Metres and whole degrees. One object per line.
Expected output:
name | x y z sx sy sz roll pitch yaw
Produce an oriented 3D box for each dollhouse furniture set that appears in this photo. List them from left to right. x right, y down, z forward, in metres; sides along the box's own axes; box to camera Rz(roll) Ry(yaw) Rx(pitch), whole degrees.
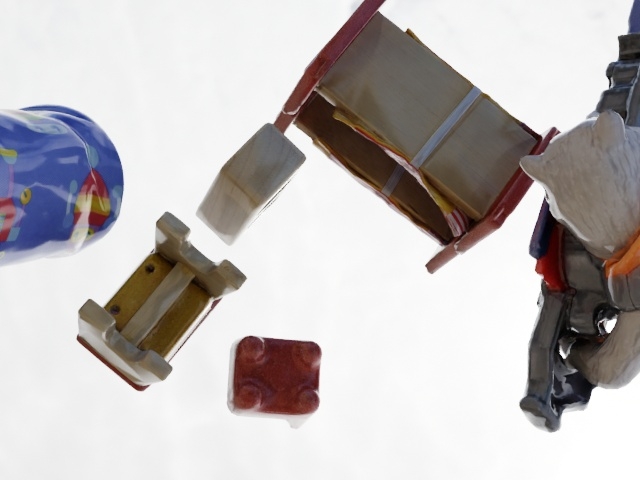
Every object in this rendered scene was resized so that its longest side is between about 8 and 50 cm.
dollhouse furniture set | 0.000 0.000 0.866 0.201 0.374 0.152 40 -22 -2

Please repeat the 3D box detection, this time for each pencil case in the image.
pencil case | -0.258 -0.042 0.701 0.133 0.306 0.119 38 -74 18

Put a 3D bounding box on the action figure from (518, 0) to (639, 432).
action figure | 0.276 -0.018 0.734 0.178 0.330 0.341 -9 -116 56
